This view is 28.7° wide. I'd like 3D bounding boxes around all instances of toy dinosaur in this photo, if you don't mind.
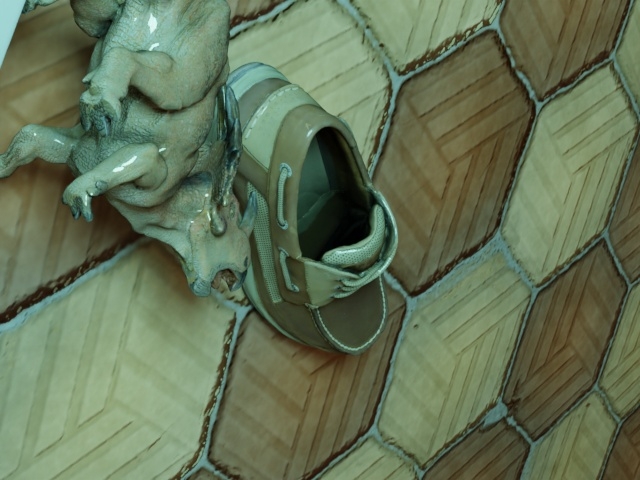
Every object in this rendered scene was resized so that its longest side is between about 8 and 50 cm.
[{"bbox_3d":[-0.101,-0.097,0.802,0.200,0.127,0.296,-22,143,-44],"label":"toy dinosaur"}]

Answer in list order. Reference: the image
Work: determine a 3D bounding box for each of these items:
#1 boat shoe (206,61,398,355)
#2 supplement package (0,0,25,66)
[{"bbox_3d":[0.000,0.000,1.024,0.123,0.116,0.324,-50,142,-18],"label":"boat shoe"},{"bbox_3d":[-0.252,-0.086,0.672,0.105,0.105,0.179,15,99,-53],"label":"supplement package"}]
